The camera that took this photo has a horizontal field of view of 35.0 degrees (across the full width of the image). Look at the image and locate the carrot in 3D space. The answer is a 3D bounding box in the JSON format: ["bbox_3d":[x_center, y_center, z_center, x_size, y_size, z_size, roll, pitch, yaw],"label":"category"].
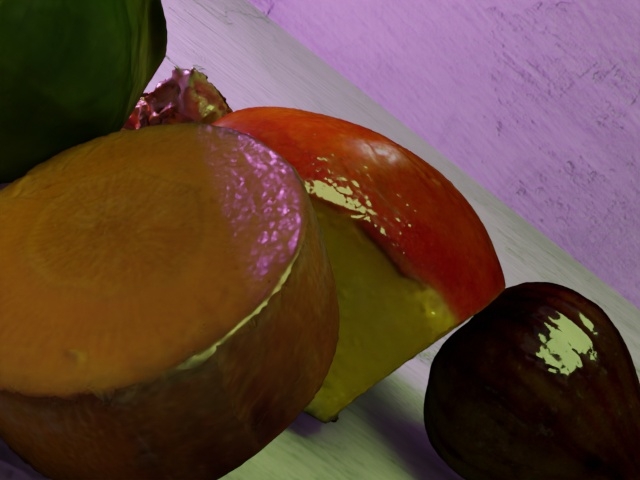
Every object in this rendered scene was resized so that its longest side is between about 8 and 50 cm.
[{"bbox_3d":[-0.118,0.025,0.681,0.258,0.100,0.307,-4,37,-1],"label":"carrot"}]

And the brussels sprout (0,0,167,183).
[{"bbox_3d":[-0.279,-0.197,0.797,0.276,0.371,0.314,4,58,8],"label":"brussels sprout"}]

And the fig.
[{"bbox_3d":[0.256,0.195,0.973,0.321,0.217,0.217,41,16,22],"label":"fig"}]

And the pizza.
[{"bbox_3d":[-0.150,-0.104,1.070,0.147,0.069,0.226,36,-24,-28],"label":"pizza"}]

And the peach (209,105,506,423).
[{"bbox_3d":[0.000,0.000,0.960,0.306,0.242,0.380,47,18,12],"label":"peach"}]
